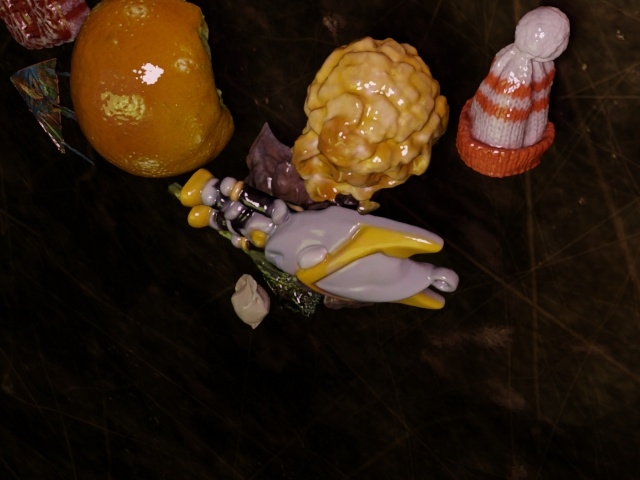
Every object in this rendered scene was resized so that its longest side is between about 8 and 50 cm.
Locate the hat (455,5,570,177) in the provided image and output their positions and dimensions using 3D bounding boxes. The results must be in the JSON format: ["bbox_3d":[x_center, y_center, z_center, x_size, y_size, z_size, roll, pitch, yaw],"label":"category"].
[{"bbox_3d":[0.186,-0.148,1.252,0.093,0.112,0.162,9,128,2],"label":"hat"}]

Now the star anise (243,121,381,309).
[{"bbox_3d":[-0.010,-0.017,1.568,0.236,0.109,0.223,38,141,13],"label":"star anise"}]

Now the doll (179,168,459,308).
[{"bbox_3d":[-0.001,-0.002,1.445,0.316,0.103,0.146,20,131,16],"label":"doll"}]

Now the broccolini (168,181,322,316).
[{"bbox_3d":[-0.095,0.004,1.747,0.254,0.071,0.057,43,-172,14],"label":"broccolini"}]

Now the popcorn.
[{"bbox_3d":[0.047,-0.118,1.355,0.180,0.180,0.170,-27,72,54],"label":"popcorn"}]

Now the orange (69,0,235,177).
[{"bbox_3d":[-0.200,-0.170,1.553,0.179,0.158,0.237,10,133,17],"label":"orange"}]

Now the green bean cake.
[{"bbox_3d":[-0.360,-0.308,1.663,0.135,0.056,0.135,-1,127,46],"label":"green bean cake"}]

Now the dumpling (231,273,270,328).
[{"bbox_3d":[-0.094,0.080,1.812,0.052,0.057,0.076,-22,142,15],"label":"dumpling"}]

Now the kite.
[{"bbox_3d":[-0.374,-0.190,1.839,0.160,0.010,0.183,30,143,19],"label":"kite"}]

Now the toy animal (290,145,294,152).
[{"bbox_3d":[0.001,-0.120,1.465,0.060,0.083,0.081,3,131,44],"label":"toy animal"}]
